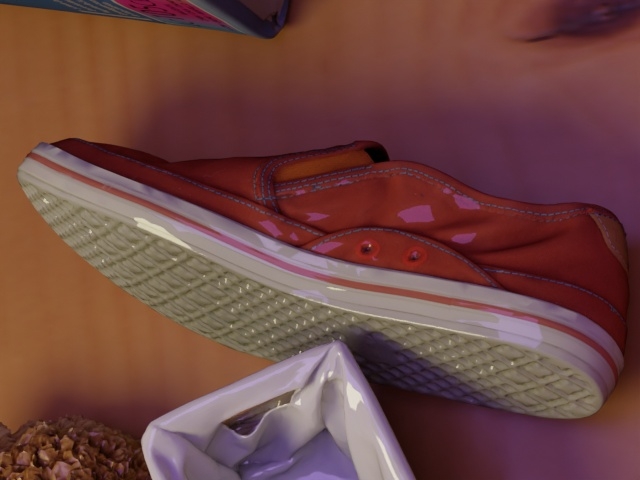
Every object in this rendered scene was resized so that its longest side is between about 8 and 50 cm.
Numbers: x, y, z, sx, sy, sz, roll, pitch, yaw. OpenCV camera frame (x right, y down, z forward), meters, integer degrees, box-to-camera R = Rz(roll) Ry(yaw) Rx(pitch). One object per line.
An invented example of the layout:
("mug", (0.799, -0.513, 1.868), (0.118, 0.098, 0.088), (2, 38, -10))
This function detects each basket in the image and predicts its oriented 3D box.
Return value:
("basket", (-0.001, 0.150, 0.919), (0.113, 0.103, 0.167), (-24, 75, -2))

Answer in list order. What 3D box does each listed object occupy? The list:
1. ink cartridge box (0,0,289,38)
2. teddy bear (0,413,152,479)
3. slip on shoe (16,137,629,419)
("ink cartridge box", (-0.199, -0.273, 1.043), (0.395, 0.151, 0.270), (10, 84, 20))
("teddy bear", (-0.155, 0.258, 0.966), (0.245, 0.113, 0.338), (28, 92, 20))
("slip on shoe", (0.000, 0.000, 0.957), (0.331, 0.123, 0.101), (13, 63, 22))
